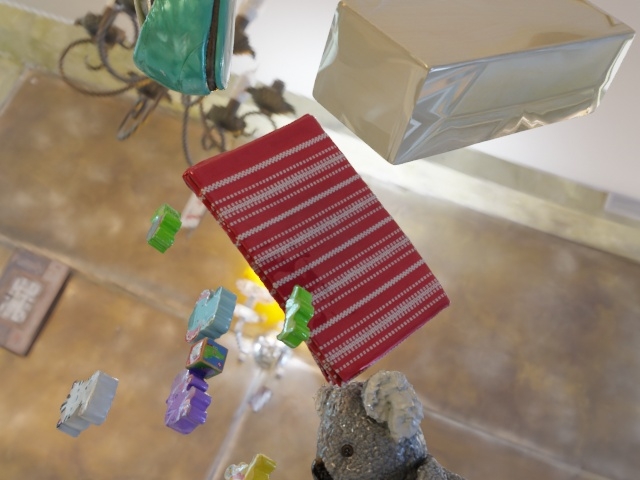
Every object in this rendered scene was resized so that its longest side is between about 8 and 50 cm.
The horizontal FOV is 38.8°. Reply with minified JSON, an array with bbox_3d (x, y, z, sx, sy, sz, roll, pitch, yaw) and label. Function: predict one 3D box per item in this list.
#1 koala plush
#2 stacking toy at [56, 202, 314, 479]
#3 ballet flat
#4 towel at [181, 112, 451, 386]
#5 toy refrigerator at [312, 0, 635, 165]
[{"bbox_3d":[0.068,0.243,0.946,0.221,0.203,0.196,68,-25,8],"label":"koala plush"},{"bbox_3d":[-0.097,0.094,0.734,0.167,0.221,0.052,36,-43,-26],"label":"stacking toy"},{"bbox_3d":[-0.092,-0.230,0.678,0.087,0.247,0.083,10,-10,2],"label":"ballet flat"},{"bbox_3d":[0.000,0.000,0.964,0.275,0.199,0.031,54,-40,7],"label":"towel"},{"bbox_3d":[0.131,-0.143,0.749,0.102,0.269,0.094,44,-47,30],"label":"toy refrigerator"}]
